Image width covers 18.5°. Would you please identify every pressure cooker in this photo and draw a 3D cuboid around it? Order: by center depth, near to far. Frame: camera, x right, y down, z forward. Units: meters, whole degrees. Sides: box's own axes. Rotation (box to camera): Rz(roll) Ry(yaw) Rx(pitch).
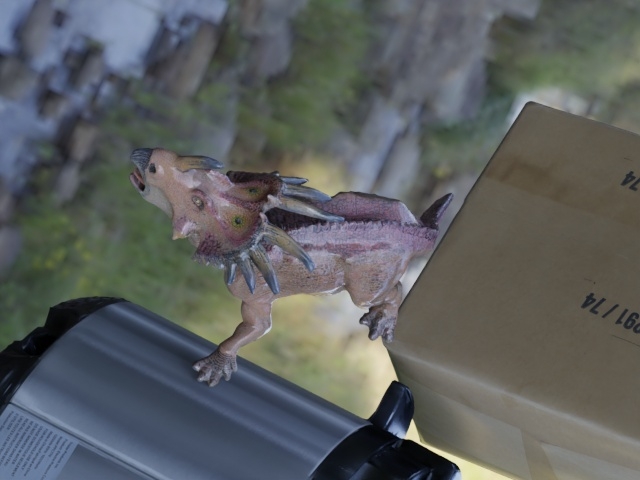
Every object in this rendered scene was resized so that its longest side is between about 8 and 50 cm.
[{"bbox_3d":[-0.095,0.285,1.592,0.375,0.420,0.370,-37,148,-59],"label":"pressure cooker"}]

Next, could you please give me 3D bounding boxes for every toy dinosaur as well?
[{"bbox_3d":[0.000,0.000,1.494,0.200,0.295,0.127,120,-44,-56],"label":"toy dinosaur"}]

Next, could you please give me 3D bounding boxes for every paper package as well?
[{"bbox_3d":[0.267,0.072,1.698,0.309,0.325,0.168,-56,148,-25],"label":"paper package"}]
